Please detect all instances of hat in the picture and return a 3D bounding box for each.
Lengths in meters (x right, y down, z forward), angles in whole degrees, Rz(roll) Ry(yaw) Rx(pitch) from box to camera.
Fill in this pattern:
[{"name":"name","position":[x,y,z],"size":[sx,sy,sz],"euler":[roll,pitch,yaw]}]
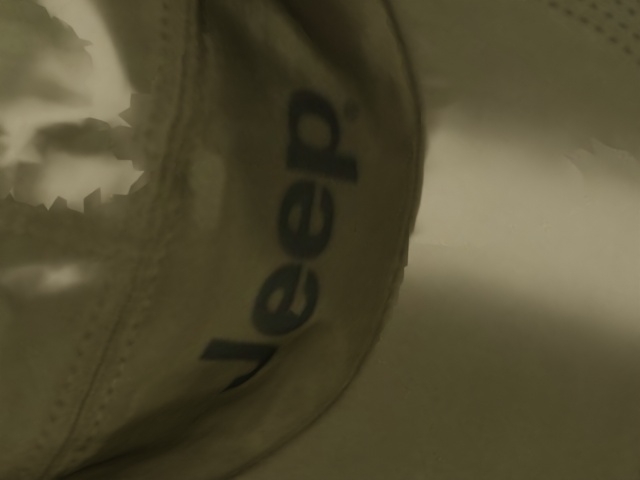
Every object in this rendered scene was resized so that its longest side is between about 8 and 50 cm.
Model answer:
[{"name":"hat","position":[0.000,0.000,0.474],"size":[0.244,0.149,0.214],"euler":[13,96,21]}]
